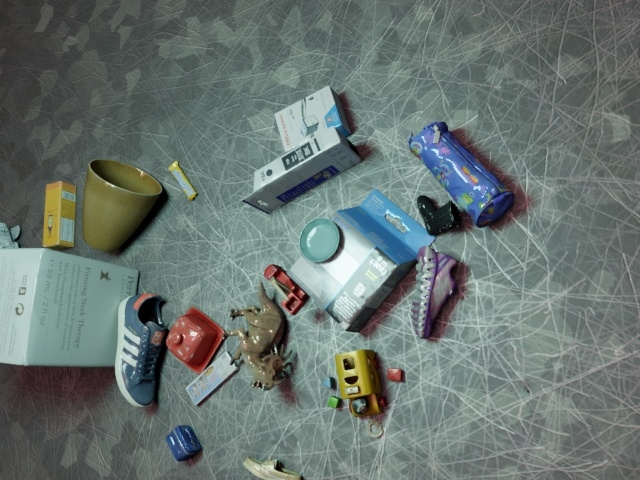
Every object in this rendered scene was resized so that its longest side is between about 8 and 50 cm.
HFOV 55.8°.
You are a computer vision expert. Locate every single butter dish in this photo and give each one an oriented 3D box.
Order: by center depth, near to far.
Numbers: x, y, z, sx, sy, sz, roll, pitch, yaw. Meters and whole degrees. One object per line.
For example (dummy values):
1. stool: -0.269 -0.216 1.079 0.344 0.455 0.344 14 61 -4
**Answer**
1. butter dish: -0.396 0.292 1.794 0.160 0.118 0.160 32 93 28

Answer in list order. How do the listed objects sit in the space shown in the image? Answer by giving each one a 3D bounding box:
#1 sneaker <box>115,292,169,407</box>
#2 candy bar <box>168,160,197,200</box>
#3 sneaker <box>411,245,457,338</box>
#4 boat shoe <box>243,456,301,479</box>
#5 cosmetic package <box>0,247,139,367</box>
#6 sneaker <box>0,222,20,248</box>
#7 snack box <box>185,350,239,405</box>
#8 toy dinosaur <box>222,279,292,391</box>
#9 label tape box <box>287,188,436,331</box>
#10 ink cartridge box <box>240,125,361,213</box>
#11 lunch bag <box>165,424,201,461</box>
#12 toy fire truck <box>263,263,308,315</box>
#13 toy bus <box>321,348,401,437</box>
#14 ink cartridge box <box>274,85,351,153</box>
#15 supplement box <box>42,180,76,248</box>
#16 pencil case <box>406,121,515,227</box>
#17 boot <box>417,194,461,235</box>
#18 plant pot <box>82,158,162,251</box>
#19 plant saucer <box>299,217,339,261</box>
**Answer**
1. sneaker: -0.530 0.325 1.842 0.148 0.131 0.350 -19 71 25
2. candy bar: -0.450 -0.194 1.983 0.040 0.018 0.161 -42 64 12
3. sneaker: 0.291 0.134 1.527 0.104 0.095 0.236 7 93 -8
4. boat shoe: -0.126 0.619 1.632 0.170 0.063 0.059 21 86 18
5. cosmetic package: -0.831 0.215 1.861 0.327 0.393 0.329 -1 78 25
6. sneaker: -1.131 0.038 2.184 0.366 0.137 0.210 1 82 29
7. snack box: -0.320 0.408 1.787 0.178 0.022 0.064 -43 66 11
8. toy dinosaur: -0.154 0.271 1.691 0.200 0.127 0.296 9 71 19
9. label tape box: 0.105 0.041 1.621 0.240 0.106 0.334 42 98 26
10. ink cartridge box: -0.062 -0.194 1.718 0.332 0.165 0.065 -29 68 16
11. lunch bag: -0.397 0.583 1.760 0.065 0.067 0.098 -43 64 11
12. toy fire truck: -0.101 0.132 1.681 0.192 0.135 0.047 43 98 26
13. toy bus: 0.098 0.377 1.551 0.202 0.104 0.191 32 93 28
14. ink cartridge box: -0.024 -0.343 1.780 0.190 0.082 0.140 -23 70 18
15. supplement box: -0.926 -0.088 2.151 0.078 0.080 0.233 -9 74 24
16. pencil case: 0.354 -0.178 1.539 0.119 0.133 0.306 -32 66 -9
17. boot: 0.307 -0.077 1.563 0.099 0.045 0.121 -32 70 51
18. plant pot: -0.675 -0.100 1.972 0.237 0.237 0.254 38 111 27
19. plant saucer: 0.000 0.000 1.608 0.119 0.021 0.119 -7 75 26
